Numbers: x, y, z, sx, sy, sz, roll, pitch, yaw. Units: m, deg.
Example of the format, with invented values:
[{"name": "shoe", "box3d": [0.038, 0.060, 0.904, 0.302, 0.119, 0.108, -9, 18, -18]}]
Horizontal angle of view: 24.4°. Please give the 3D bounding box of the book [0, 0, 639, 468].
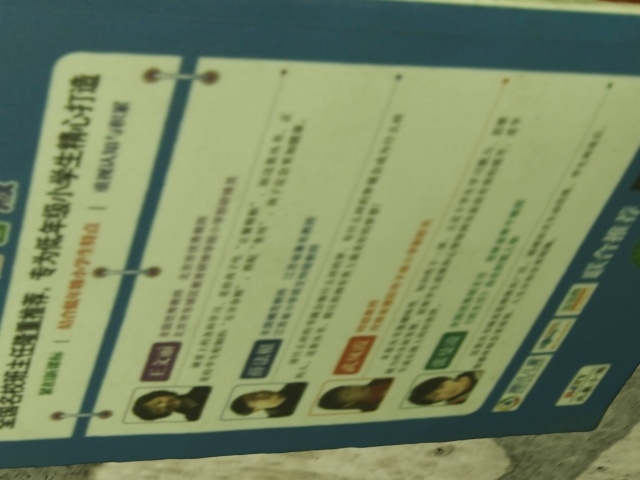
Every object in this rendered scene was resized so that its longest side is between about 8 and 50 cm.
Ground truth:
[{"name": "book", "box3d": [0.000, 0.000, 0.662, 0.428, 0.039, 0.300, 0, 137, -24]}]
